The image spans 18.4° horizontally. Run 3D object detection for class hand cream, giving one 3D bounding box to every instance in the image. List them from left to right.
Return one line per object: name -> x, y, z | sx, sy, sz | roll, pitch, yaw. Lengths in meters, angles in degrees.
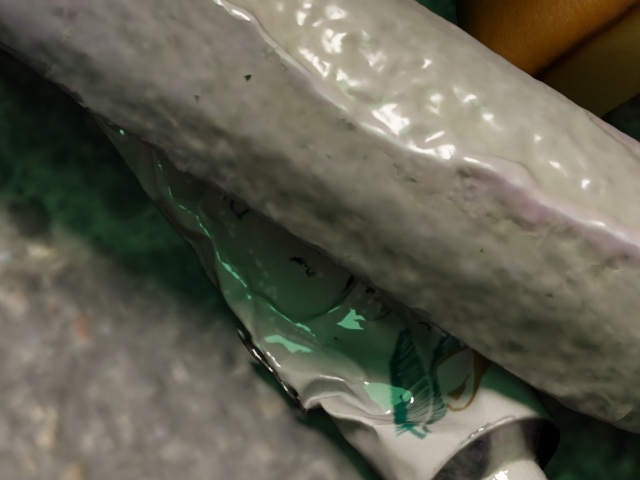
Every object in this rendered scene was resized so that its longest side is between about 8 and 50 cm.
hand cream -> 0.000, 0.002, 0.625 | 0.084, 0.050, 0.257 | -34, 71, -12

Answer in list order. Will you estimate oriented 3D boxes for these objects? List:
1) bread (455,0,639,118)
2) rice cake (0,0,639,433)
bread -> 0.109, -0.105, 0.566 | 0.049, 0.226, 0.088 | 11, 69, -22
rice cake -> -0.043, -0.074, 0.581 | 0.399, 0.070, 0.064 | 33, 40, 2
